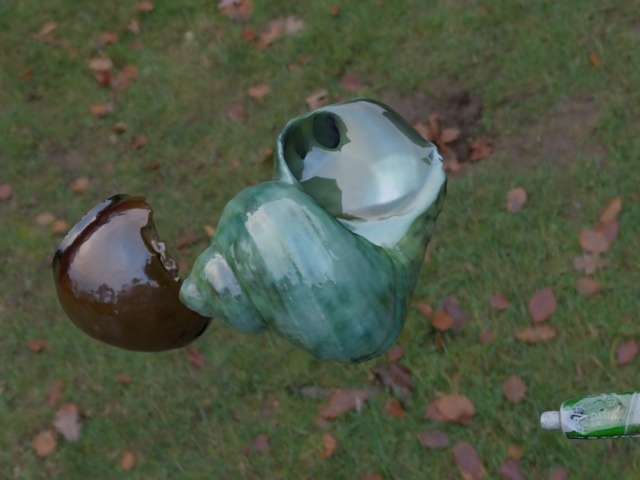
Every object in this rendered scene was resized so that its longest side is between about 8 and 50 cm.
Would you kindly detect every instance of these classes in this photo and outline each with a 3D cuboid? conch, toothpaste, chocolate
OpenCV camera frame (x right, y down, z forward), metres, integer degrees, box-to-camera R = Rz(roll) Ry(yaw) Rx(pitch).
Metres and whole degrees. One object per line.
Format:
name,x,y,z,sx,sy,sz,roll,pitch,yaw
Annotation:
conch,0.001,0.000,0.807,0.188,0.176,0.122,-22,-3,-44
toothpaste,0.411,0.228,1.555,0.248,0.047,0.078,-9,85,27
chocolate,-0.155,0.038,1.026,0.133,0.124,0.127,38,98,18
